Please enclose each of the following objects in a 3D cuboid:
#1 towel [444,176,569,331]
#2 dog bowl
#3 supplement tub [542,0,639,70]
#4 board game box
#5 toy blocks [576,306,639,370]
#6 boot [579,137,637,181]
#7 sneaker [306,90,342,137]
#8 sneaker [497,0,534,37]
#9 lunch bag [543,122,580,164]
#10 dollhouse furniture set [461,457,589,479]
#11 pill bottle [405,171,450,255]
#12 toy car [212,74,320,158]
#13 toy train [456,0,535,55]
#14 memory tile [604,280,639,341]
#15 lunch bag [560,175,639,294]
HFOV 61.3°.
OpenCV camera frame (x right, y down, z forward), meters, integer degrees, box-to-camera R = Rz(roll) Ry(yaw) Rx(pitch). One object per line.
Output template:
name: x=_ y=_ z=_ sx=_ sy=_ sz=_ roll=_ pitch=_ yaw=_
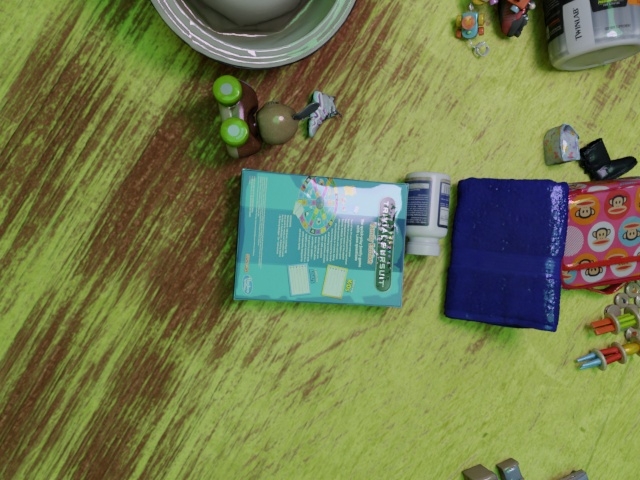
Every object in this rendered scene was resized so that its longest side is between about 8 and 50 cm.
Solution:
towel: x=0.386 y=0.025 z=1.126 sx=0.228 sy=0.076 sz=0.307 roll=6 pitch=91 yaw=25
dog bowl: x=-0.127 y=-0.529 z=0.974 sx=0.409 sy=0.150 sz=0.407 roll=-8 pitch=119 yaw=-15
supplement tub: x=0.574 y=-0.544 z=1.150 sx=0.194 sy=0.193 sz=0.315 roll=-8 pitch=90 yaw=-11
board game box: x=0.000 y=0.000 z=1.092 sx=0.337 sy=0.079 sz=0.253 roll=4 pitch=88 yaw=-11
toy blocks: x=0.644 y=0.226 z=1.213 sx=0.148 sy=0.054 sz=0.123 roll=-16 pitch=97 yaw=-4
boot: x=0.653 y=-0.188 z=1.232 sx=0.121 sy=0.045 sz=0.099 roll=-33 pitch=98 yaw=-3
sneaker: x=0.011 y=-0.257 z=1.119 sx=0.069 sy=0.038 sz=0.098 roll=10 pitch=88 yaw=-9
sneaker: x=0.400 y=-0.583 z=1.170 sx=0.135 sy=0.097 sz=0.275 roll=3 pitch=99 yaw=7
lunch bag: x=0.535 y=-0.213 z=1.198 sx=0.053 sy=0.071 sz=0.083 roll=-8 pitch=90 yaw=-9
dollhouse furniture set: x=0.506 y=0.590 z=1.114 sx=0.304 sy=0.198 sz=0.286 roll=-17 pitch=92 yaw=-11
pill bottle: x=0.218 y=-0.053 z=1.125 sx=0.094 sy=0.094 sz=0.169 roll=5 pitch=88 yaw=-10
toy car: x=-0.097 y=-0.241 z=1.031 sx=0.189 sy=0.155 sz=0.148 roll=-10 pitch=91 yaw=-5
toy train: x=0.361 y=-0.480 z=1.137 sx=0.125 sy=0.046 sz=0.166 roll=41 pitch=118 yaw=6
memory tile: x=0.739 y=0.154 z=1.259 sx=0.148 sy=0.012 sz=0.113 roll=-44 pitch=96 yaw=-8
lunch bag: x=0.620 y=-0.003 z=1.182 sx=0.294 sy=0.120 sz=0.257 roll=-8 pitch=104 yaw=-8
